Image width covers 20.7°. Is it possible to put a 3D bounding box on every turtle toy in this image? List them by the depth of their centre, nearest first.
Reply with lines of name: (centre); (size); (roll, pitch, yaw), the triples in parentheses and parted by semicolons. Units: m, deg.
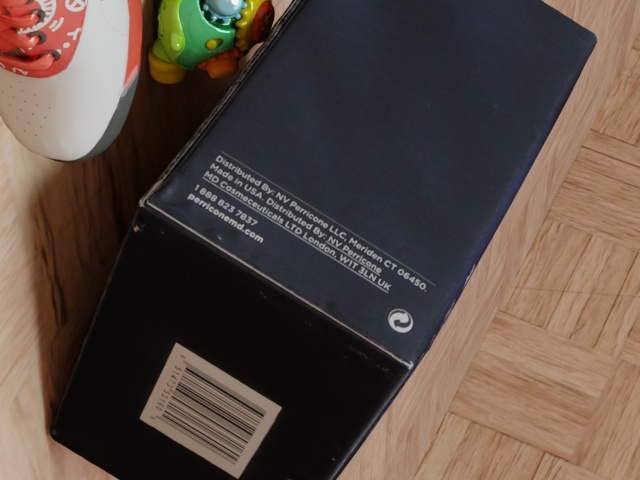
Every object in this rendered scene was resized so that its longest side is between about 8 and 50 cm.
turtle toy: (-0.054, -0.150, 1.057); (0.130, 0.066, 0.095); (-55, 160, -41)

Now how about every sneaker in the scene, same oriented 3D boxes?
sneaker: (-0.143, -0.130, 0.731); (0.145, 0.090, 0.270); (-48, 152, -51)

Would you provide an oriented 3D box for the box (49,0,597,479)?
box: (0.000, 0.000, 1.110); (0.294, 0.183, 0.296); (-58, 179, -36)
